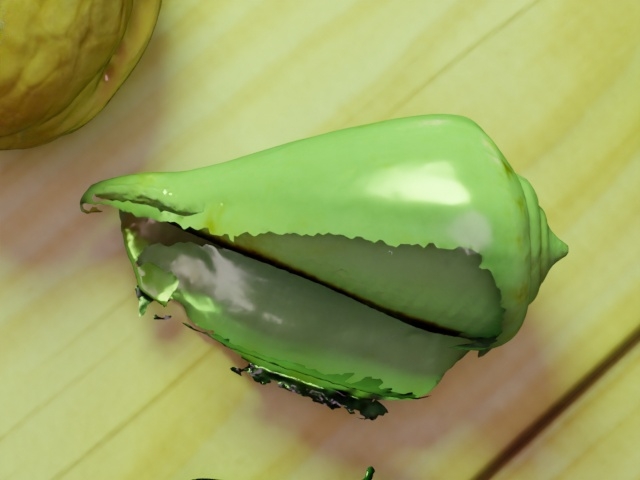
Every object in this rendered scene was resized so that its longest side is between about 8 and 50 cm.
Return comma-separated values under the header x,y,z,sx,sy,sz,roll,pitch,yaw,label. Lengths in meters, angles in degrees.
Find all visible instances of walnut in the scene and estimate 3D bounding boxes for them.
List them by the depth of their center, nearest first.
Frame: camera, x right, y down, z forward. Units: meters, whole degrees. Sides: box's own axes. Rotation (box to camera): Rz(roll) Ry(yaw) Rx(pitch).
x,y,z,sx,sy,sz,roll,pitch,yaw,label
-0.162,-0.147,0.729,0.159,0.159,0.207,13,88,-3,walnut

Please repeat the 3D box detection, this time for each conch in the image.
x,y,z,sx,sy,sz,roll,pitch,yaw,label
0.008,0.018,0.749,0.250,0.143,0.137,-17,44,7,conch

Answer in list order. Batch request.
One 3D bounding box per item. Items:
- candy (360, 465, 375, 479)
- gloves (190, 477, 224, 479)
x,y,z,sx,sy,sz,roll,pitch,yaw,label
0.058,0.241,0.732,0.203,0.078,0.141,48,46,-12,candy
-0.060,0.245,0.735,0.119,0.097,0.229,17,71,-31,gloves
